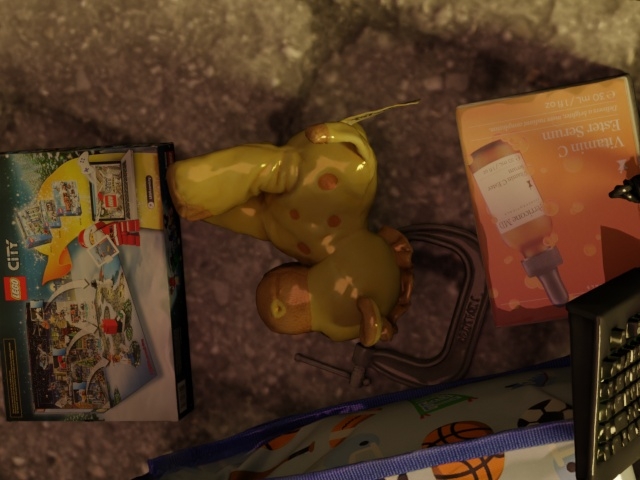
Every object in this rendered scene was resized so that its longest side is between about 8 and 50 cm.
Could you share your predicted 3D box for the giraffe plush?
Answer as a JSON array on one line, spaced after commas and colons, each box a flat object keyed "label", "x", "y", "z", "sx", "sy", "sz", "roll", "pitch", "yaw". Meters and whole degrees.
[{"label": "giraffe plush", "x": 0.000, "y": 0.000, "z": 1.095, "sx": 0.210, "sy": 0.181, "sz": 0.170, "roll": -12, "pitch": 94, "yaw": 32}]

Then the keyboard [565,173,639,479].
[{"label": "keyboard", "x": 0.231, "y": 0.038, "z": 0.974, "sx": 0.033, "sy": 0.317, "sz": 0.201, "roll": -1, "pitch": 97, "yaw": 28}]

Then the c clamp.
[{"label": "c clamp", "x": 0.066, "y": 0.055, "z": 1.168, "sx": 0.137, "sy": 0.022, "sz": 0.160, "roll": 24, "pitch": 103, "yaw": 11}]

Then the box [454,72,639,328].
[{"label": "box", "x": 0.185, "y": -0.031, "z": 1.090, "sx": 0.130, "sy": 0.091, "sz": 0.170, "roll": -10, "pitch": 94, "yaw": 15}]

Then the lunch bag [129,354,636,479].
[{"label": "lunch bag", "x": 0.066, "y": 0.286, "z": 1.092, "sx": 0.385, "sy": 0.239, "sz": 0.328, "roll": -16, "pitch": 95, "yaw": 9}]

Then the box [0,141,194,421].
[{"label": "box", "x": -0.196, "y": 0.037, "z": 1.222, "sx": 0.159, "sy": 0.044, "sz": 0.233, "roll": -2, "pitch": 97, "yaw": 15}]
